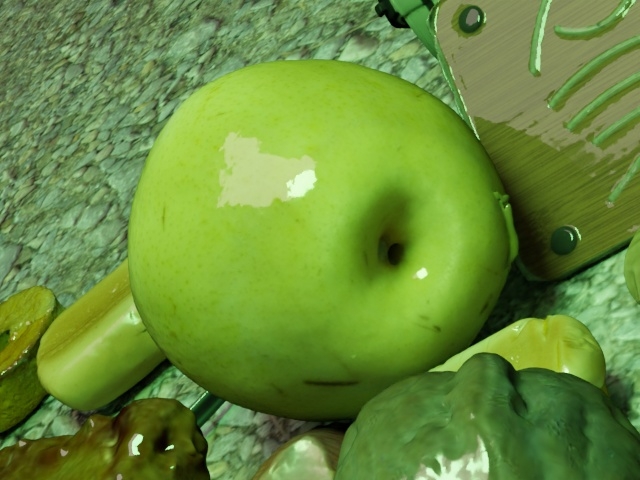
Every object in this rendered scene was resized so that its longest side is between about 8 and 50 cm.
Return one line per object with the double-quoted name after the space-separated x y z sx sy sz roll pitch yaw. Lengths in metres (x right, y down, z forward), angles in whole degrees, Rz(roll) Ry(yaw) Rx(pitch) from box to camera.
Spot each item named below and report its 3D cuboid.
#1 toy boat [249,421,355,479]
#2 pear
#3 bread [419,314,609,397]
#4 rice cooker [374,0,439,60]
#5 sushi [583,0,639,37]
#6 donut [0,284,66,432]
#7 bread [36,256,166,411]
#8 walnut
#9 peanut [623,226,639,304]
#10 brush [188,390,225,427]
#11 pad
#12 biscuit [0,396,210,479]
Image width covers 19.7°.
-0.019 0.244 1.380 0.141 0.099 0.318 1 45 20 "toy boat"
0.000 0.000 1.482 0.309 0.309 0.309 -34 27 20 "pear"
0.132 0.128 1.330 0.177 0.084 0.119 -32 29 22 "bread"
0.168 -0.275 1.738 0.244 0.226 0.226 -34 27 25 "rice cooker"
0.282 -0.215 1.574 0.126 0.136 0.225 -13 47 50 "sushi"
-0.347 0.140 2.039 0.174 0.074 0.190 -10 37 52 "donut"
-0.203 0.098 1.873 0.173 0.085 0.134 -39 29 9 "bread"
0.113 0.173 1.170 0.224 0.224 0.224 -34 27 20 "walnut"
0.311 -0.034 1.284 0.196 0.110 0.233 -23 35 38 "peanut"
-0.104 0.155 1.686 0.266 0.062 0.027 -47 40 -15 "brush"
0.238 -0.144 1.481 0.286 0.018 0.284 -30 64 26 "pad"
-0.262 0.329 1.515 0.395 0.166 0.343 -20 33 39 "biscuit"
